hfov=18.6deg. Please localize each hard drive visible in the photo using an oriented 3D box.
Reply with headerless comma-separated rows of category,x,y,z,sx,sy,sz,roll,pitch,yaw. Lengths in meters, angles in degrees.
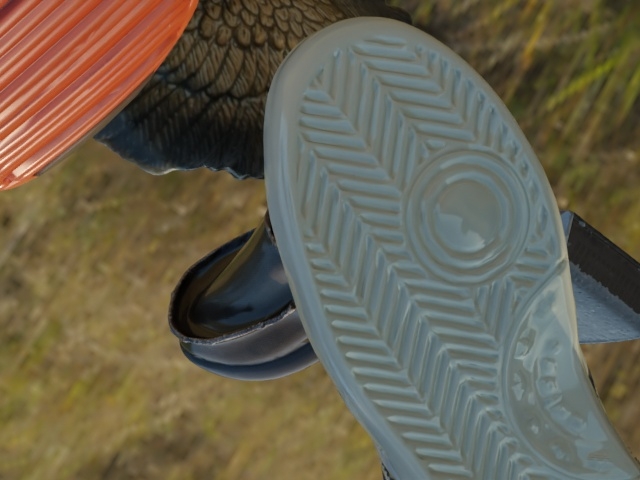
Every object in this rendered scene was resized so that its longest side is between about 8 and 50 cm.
hard drive,0.169,0.033,1.692,0.172,0.054,0.255,35,158,-32

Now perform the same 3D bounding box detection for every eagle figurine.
eagle figurine,-0.074,-0.142,0.945,0.298,0.225,0.226,-3,166,-8

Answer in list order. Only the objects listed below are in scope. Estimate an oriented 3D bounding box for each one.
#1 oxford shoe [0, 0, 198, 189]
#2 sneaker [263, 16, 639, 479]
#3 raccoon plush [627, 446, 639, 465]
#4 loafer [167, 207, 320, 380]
oxford shoe,-0.093,-0.096,0.429,0.098,0.097,0.271,44,168,19
sneaker,0.060,0.062,0.919,0.350,0.131,0.148,66,167,-9
raccoon plush,0.193,0.228,1.279,0.216,0.299,0.446,11,-164,-2
loafer,0.000,0.000,1.497,0.366,0.134,0.130,-24,131,40
